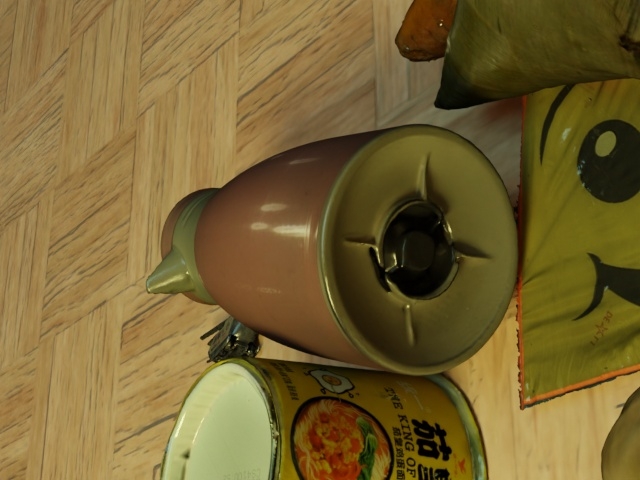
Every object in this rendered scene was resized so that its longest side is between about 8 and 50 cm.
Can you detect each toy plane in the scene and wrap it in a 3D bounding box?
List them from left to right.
[{"bbox_3d":[-0.063,0.069,1.000,0.120,0.031,0.049,-46,33,39],"label":"toy plane"}]

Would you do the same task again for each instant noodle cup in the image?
[{"bbox_3d":[-0.009,0.154,0.773,0.182,0.144,0.182,-29,53,47],"label":"instant noodle cup"}]

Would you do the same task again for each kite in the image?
[{"bbox_3d":[0.197,-0.073,0.694,0.377,0.013,0.327,-60,35,18],"label":"kite"}]

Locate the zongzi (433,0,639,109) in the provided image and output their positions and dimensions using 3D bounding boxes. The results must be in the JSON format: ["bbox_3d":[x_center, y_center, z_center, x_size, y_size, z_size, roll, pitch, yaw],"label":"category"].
[{"bbox_3d":[0.174,-0.105,0.622,0.360,0.160,0.323,113,144,-44],"label":"zongzi"}]

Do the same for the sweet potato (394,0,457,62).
[{"bbox_3d":[0.149,-0.254,0.766,0.359,0.112,0.112,-55,37,20],"label":"sweet potato"}]

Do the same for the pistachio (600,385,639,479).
[{"bbox_3d":[0.198,0.099,0.538,0.108,0.126,0.185,-37,16,-27],"label":"pistachio"}]

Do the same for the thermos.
[{"bbox_3d":[0.000,0.000,0.824,0.265,0.176,0.146,1,114,58],"label":"thermos"}]
